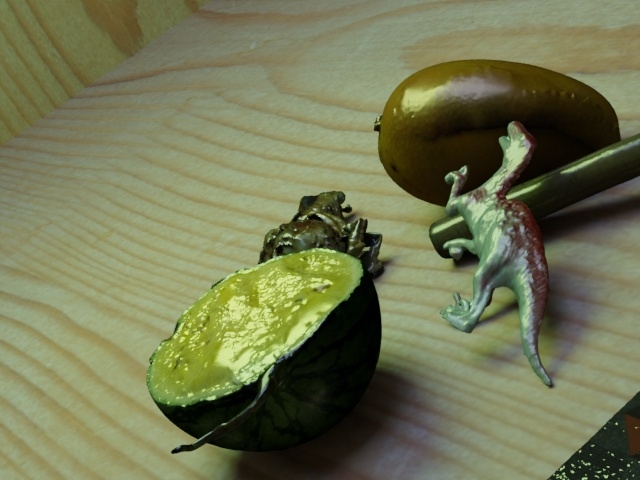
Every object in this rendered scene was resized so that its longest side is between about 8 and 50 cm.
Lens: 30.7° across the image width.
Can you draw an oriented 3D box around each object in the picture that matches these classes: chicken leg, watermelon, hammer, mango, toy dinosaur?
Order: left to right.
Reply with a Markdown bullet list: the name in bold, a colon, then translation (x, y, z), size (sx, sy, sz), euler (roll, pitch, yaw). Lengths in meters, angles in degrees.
- **watermelon**: translation (-0.034, 0.102, 0.964), size (0.204, 0.127, 0.232), euler (-32, 22, -6)
- **chicken leg**: translation (-0.007, 0.003, 1.209), size (0.125, 0.080, 0.196), euler (-21, 16, -6)
- **mango**: translation (0.168, -0.104, 1.127), size (0.236, 0.166, 0.136), euler (0, 77, 14)
- **toy dinosaur**: translation (0.158, 0.014, 0.961), size (0.167, 0.053, 0.242), euler (-50, 31, 13)
- **hammer**: translation (0.289, -0.076, 1.001), size (0.440, 0.044, 0.168), euler (-25, -22, 30)

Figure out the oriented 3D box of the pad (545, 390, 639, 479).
- **pad**: translation (0.262, 0.115, 0.765), size (0.211, 0.003, 0.143), euler (-39, 25, -19)
